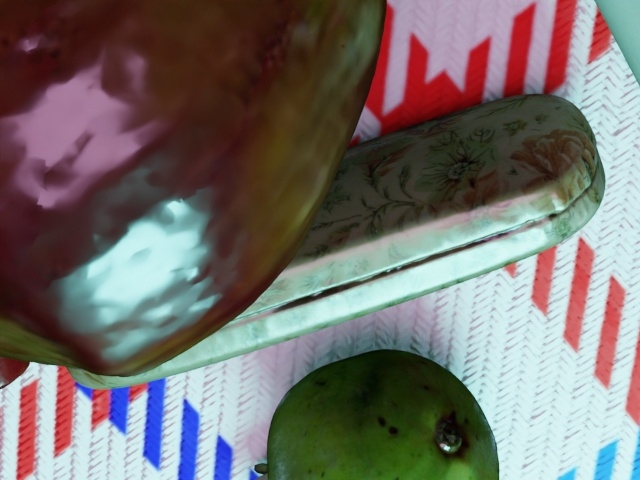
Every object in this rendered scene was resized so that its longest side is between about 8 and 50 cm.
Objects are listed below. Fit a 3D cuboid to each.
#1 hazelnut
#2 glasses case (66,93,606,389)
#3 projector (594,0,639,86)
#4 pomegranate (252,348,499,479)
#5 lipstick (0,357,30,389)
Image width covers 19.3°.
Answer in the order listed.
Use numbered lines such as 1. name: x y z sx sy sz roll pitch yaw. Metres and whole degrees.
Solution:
1. hazelnut: -0.144 -0.120 1.197 0.353 0.421 0.421 41 109 -9
2. glasses case: 0.000 0.000 1.379 0.425 0.156 0.098 -19 119 10
3. projector: 0.225 -0.214 1.306 0.108 0.108 0.337 -27 110 13
4. pomegranate: 0.027 0.182 1.459 0.225 0.187 0.187 -23 113 43
5. lipstick: -0.286 0.002 1.435 0.080 0.080 0.241 -10 112 6
